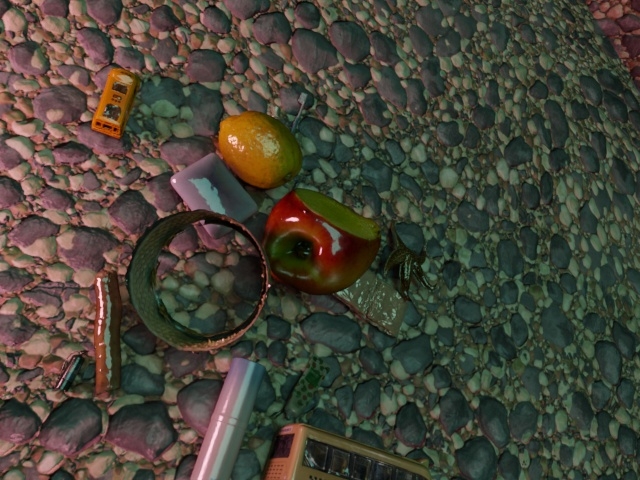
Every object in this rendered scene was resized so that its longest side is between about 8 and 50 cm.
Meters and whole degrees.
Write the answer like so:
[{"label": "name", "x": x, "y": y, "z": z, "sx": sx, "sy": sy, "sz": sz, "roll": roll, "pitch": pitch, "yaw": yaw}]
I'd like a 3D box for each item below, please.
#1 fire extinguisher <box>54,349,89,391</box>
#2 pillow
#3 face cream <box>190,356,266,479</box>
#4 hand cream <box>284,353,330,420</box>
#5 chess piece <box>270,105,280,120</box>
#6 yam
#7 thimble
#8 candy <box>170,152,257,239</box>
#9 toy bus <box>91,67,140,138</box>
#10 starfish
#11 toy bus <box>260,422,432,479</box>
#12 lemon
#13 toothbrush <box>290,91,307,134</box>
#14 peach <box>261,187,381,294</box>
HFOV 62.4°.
[{"label": "fire extinguisher", "x": -0.474, "y": 0.243, "z": 1.006, "sx": 0.038, "sy": 0.025, "sz": 0.083, "roll": 20, "pitch": 64, "yaw": 5}, {"label": "pillow", "x": 0.128, "y": 0.141, "z": 1.342, "sx": 0.232, "sy": 0.043, "sz": 0.126, "roll": 36, "pitch": 62, "yaw": -17}, {"label": "face cream", "x": -0.186, "y": 0.370, "z": 1.084, "sx": 0.077, "sy": 0.077, "sz": 0.250, "roll": 27, "pitch": 65, "yaw": -18}, {"label": "hand cream", "x": -0.033, "y": 0.337, "z": 1.206, "sx": 0.057, "sy": 0.037, "sz": 0.165, "roll": 43, "pitch": 54, "yaw": -10}, {"label": "chess piece", "x": -0.117, "y": -0.305, "z": 1.357, "sx": 0.042, "sy": 0.042, "sz": 0.093, "roll": 12, "pitch": 62, "yaw": -24}, {"label": "yam", "x": -0.420, "y": 0.178, "z": 1.041, "sx": 0.057, "sy": 0.057, "sz": 0.241, "roll": 1, "pitch": 76, "yaw": -27}, {"label": "thimble", "x": -0.230, "y": 0.075, "z": 1.053, "sx": 0.271, "sy": 0.150, "sz": 0.270, "roll": 0, "pitch": 87, "yaw": -1}, {"label": "candy", "x": -0.241, "y": -0.103, "z": 1.207, "sx": 0.138, "sy": 0.071, "sz": 0.174, "roll": -40, "pitch": 96, "yaw": -32}, {"label": "toy bus", "x": -0.447, "y": -0.313, "z": 1.164, "sx": 0.070, "sy": 0.074, "sz": 0.162, "roll": 17, "pitch": 68, "yaw": -21}, {"label": "starfish", "x": 0.225, "y": 0.046, "z": 1.396, "sx": 0.213, "sy": 0.057, "sz": 0.238, "roll": 3, "pitch": 66, "yaw": -45}, {"label": "toy bus", "x": 0.066, "y": 0.522, "z": 1.113, "sx": 0.365, "sy": 0.177, "sz": 0.201, "roll": 25, "pitch": 59, "yaw": -17}, {"label": "lemon", "x": -0.141, "y": -0.214, "z": 1.240, "sx": 0.207, "sy": 0.170, "sz": 0.170, "roll": 44, "pitch": 60, "yaw": -4}, {"label": "toothbrush", "x": -0.070, "y": -0.304, "z": 1.390, "sx": 0.019, "sy": 0.016, "sz": 0.219, "roll": 24, "pitch": 65, "yaw": -18}, {"label": "peach", "x": 0.000, "y": 0.000, "z": 1.205, "sx": 0.275, "sy": 0.245, "sz": 0.248, "roll": -20, "pitch": 78, "yaw": -55}]
